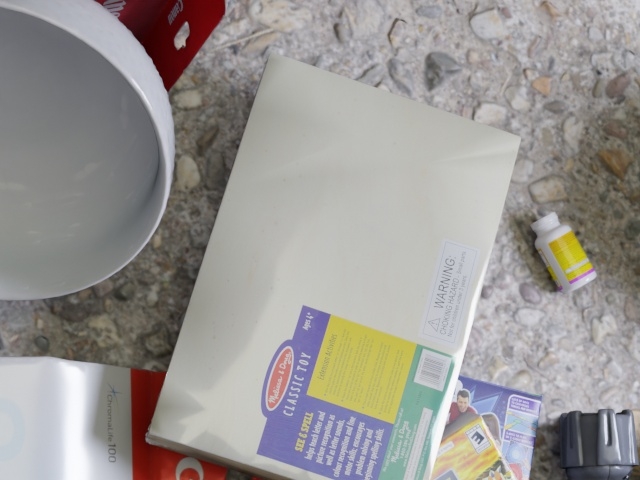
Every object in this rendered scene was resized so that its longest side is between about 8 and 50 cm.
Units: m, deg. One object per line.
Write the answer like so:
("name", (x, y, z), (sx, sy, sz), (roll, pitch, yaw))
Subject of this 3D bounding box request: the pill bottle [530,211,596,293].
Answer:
("pill bottle", (0.257, 0.012, 1.842), (0.043, 0.043, 0.083), (-28, 87, -21))

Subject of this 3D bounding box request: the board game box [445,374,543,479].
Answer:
("board game box", (0.120, 0.201, 1.760), (0.201, 0.035, 0.136), (16, 73, -14))

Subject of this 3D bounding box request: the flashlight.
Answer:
("flashlight", (0.289, 0.323, 1.742), (0.103, 0.103, 0.304), (9, 76, -51))

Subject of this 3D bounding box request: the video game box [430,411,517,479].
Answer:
("video game box", (0.115, 0.301, 1.702), (0.205, 0.048, 0.187), (-32, 99, -12))

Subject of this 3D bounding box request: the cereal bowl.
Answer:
("cereal bowl", (-0.292, -0.113, 1.574), (0.339, 0.339, 0.141), (22, 39, -12))

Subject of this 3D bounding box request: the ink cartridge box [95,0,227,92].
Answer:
("ink cartridge box", (-0.210, -0.282, 1.620), (0.130, 0.309, 0.271), (-12, 81, -20))

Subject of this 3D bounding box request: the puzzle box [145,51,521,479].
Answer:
("puzzle box", (0.016, 0.044, 1.682), (0.272, 0.052, 0.408), (19, 72, -6))

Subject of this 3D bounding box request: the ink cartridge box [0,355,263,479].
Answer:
("ink cartridge box", (-0.207, 0.265, 1.612), (0.385, 0.091, 0.308), (1, 77, -16))
